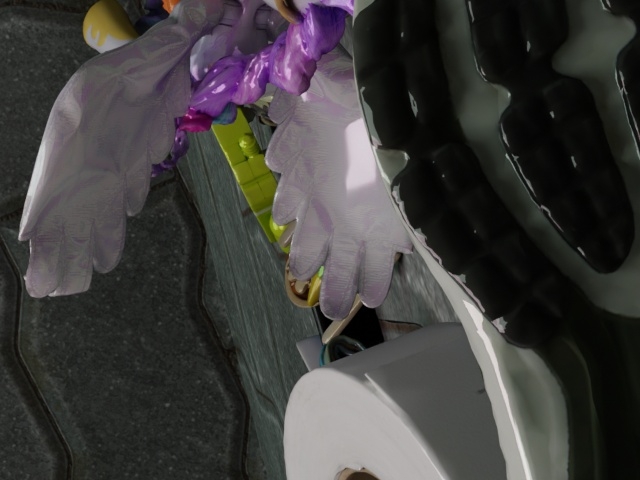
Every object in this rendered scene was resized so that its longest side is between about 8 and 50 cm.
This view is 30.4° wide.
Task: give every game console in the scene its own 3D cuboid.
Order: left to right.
[{"bbox_3d":[0.016,0.062,1.242,0.071,0.107,0.122,-29,75,51],"label":"game console"}]

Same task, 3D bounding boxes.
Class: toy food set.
[{"bbox_3d":[0.000,0.000,1.123,0.132,0.038,0.192,-54,31,17],"label":"toy food set"}]

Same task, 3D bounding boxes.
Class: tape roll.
[{"bbox_3d":[0.085,0.198,0.759,0.286,0.100,0.286,46,145,45],"label":"tape roll"}]

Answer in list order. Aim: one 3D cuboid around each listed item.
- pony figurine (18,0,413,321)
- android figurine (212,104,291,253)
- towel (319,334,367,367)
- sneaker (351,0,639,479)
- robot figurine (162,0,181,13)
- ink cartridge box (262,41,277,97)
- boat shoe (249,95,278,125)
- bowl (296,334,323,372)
[{"bbox_3d":[-0.073,-0.143,0.859,0.363,0.303,0.351,49,132,51],"label":"pony figurine"},{"bbox_3d":[-0.087,-0.101,1.485,0.273,0.056,0.248,72,173,-70],"label":"android figurine"},{"bbox_3d":[0.079,0.275,1.046,0.271,0.040,0.370,49,155,31],"label":"towel"},{"bbox_3d":[0.112,0.008,0.450,0.182,0.158,0.410,-14,-86,-82],"label":"sneaker"},{"bbox_3d":[-0.132,-0.288,1.382,0.158,0.128,0.219,156,100,-74],"label":"robot figurine"},{"bbox_3d":[-0.060,-0.248,1.138,0.208,0.087,0.153,-123,20,-58],"label":"ink cartridge box"},{"bbox_3d":[-0.058,-0.156,1.363,0.152,0.056,0.049,-147,48,-76],"label":"boat shoe"},{"bbox_3d":[0.036,0.173,1.263,0.142,0.053,0.142,60,-179,-34],"label":"bowl"}]
